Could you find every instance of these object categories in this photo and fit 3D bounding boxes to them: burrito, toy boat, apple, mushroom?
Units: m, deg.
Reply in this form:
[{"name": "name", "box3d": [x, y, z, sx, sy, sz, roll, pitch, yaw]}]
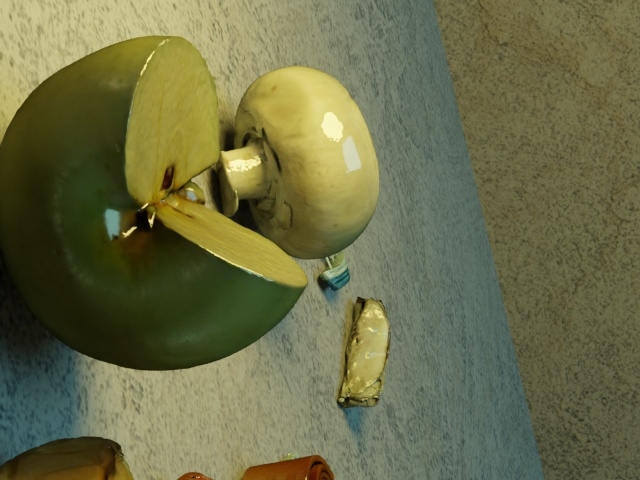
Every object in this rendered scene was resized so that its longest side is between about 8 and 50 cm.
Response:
[{"name": "burrito", "box3d": [0.067, 0.164, 2.486, 0.058, 0.063, 0.229, 40, 35, -21]}, {"name": "toy boat", "box3d": [0.006, 0.005, 2.454, 0.105, 0.034, 0.149, 18, 51, -68]}, {"name": "apple", "box3d": [-0.168, -0.020, 1.513, 0.295, 0.233, 0.258, 62, 6, -6]}, {"name": "mushroom", "box3d": [-0.036, -0.093, 2.093, 0.246, 0.202, 0.246, 36, -47, 51]}]

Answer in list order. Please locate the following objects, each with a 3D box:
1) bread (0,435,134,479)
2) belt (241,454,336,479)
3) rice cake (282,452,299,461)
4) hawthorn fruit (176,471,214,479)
[{"name": "bread", "box3d": [-0.205, 0.247, 1.359, 0.190, 0.132, 0.114, -102, 180, -62]}, {"name": "belt", "box3d": [-0.023, 0.389, 1.970, 0.184, 0.105, 0.261, 35, 47, -70]}, {"name": "rice cake", "box3d": [-0.026, 0.330, 2.140, 0.022, 0.021, 0.121, -37, 116, -61]}, {"name": "hawthorn fruit", "box3d": [-0.130, 0.281, 1.741, 0.077, 0.077, 0.077, -10, 90, -74]}]
